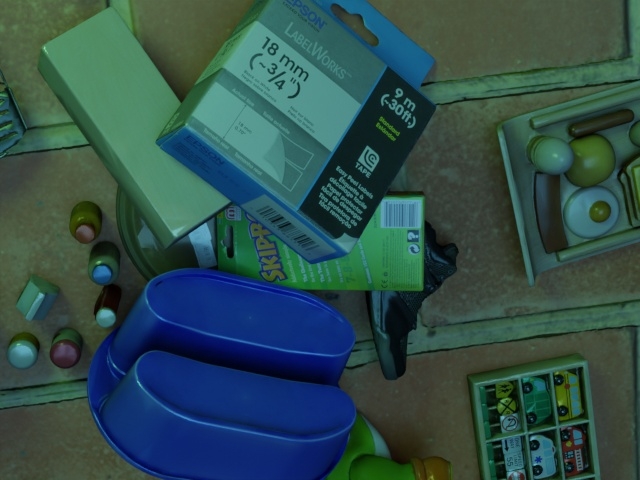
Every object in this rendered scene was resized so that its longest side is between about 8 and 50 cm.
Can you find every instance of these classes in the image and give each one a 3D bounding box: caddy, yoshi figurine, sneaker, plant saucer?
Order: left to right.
[{"bbox_3d":[-0.122,-0.038,1.515,0.278,0.041,0.278,-2,105,-9],"label":"plant saucer"},{"bbox_3d":[-0.112,0.182,1.462,0.341,0.241,0.179,14,138,-15],"label":"caddy"},{"bbox_3d":[-0.018,0.351,1.551,0.362,0.203,0.203,10,109,-8],"label":"yoshi figurine"},{"bbox_3d":[0.123,0.073,1.555,0.130,0.087,0.227,-4,99,-1],"label":"sneaker"}]

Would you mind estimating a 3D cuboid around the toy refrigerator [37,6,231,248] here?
[{"bbox_3d":[-0.217,-0.131,1.409,0.102,0.094,0.269,-36,91,-20],"label":"toy refrigerator"}]

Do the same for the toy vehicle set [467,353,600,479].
[{"bbox_3d":[0.306,0.302,1.667,0.166,0.035,0.267,-11,105,-6],"label":"toy vehicle set"}]

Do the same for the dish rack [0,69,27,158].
[{"bbox_3d":[-0.478,-0.199,1.382,0.208,0.074,0.271,-24,96,-6],"label":"dish rack"}]

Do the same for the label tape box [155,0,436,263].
[{"bbox_3d":[0.001,-0.178,1.390,0.240,0.106,0.333,38,68,-16],"label":"label tape box"}]

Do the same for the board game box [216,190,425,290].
[{"bbox_3d":[0.000,0.000,1.484,0.259,0.039,0.124,0,104,1],"label":"board game box"}]

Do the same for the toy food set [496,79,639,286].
[{"bbox_3d":[0.394,-0.083,1.556,0.306,0.092,0.219,-16,105,-4],"label":"toy food set"}]

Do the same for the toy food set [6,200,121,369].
[{"bbox_3d":[-0.313,0.077,1.478,0.111,0.104,0.232,29,98,-15],"label":"toy food set"}]
